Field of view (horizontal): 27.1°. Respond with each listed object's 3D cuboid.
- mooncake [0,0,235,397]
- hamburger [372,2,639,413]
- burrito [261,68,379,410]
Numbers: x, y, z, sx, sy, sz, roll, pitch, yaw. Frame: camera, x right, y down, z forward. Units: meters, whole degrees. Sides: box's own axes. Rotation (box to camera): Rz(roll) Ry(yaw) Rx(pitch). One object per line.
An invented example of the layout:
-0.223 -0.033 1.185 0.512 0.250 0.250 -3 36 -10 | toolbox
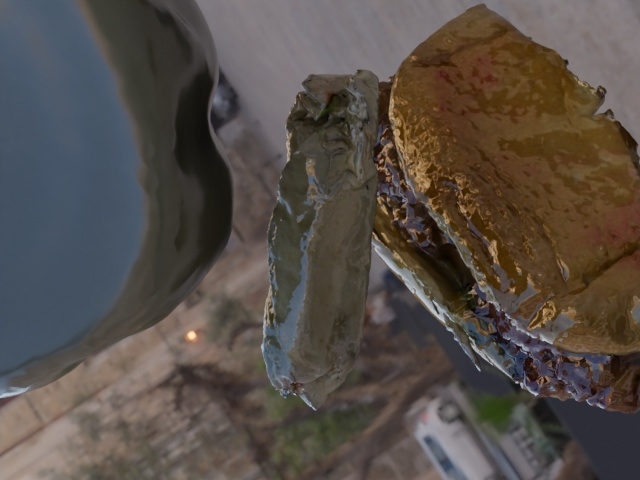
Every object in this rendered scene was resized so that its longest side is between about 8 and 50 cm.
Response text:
-0.173 -0.052 0.675 0.275 0.275 0.135 57 -164 -4 | mooncake
0.126 -0.028 0.924 0.155 0.245 0.282 88 -163 -57 | hamburger
0.000 0.000 0.718 0.045 0.058 0.188 -79 -5 -80 | burrito
